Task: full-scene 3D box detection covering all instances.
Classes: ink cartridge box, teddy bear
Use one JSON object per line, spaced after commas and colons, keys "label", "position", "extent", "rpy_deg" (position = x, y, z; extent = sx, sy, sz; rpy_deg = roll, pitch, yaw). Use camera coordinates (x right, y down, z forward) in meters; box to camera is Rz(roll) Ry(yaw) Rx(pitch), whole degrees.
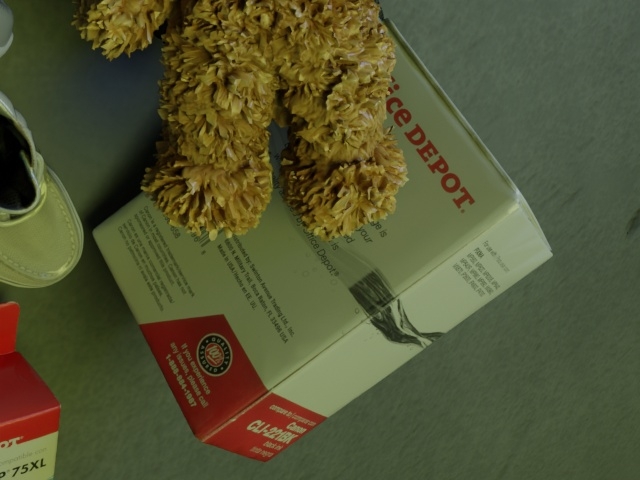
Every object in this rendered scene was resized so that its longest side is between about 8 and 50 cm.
{"label": "ink cartridge box", "position": [-0.270, 0.169, 0.831], "extent": [0.134, 0.078, 0.231], "rpy_deg": [-13, 127, -38]}
{"label": "teddy bear", "position": [-0.026, -0.152, 0.681], "extent": [0.245, 0.113, 0.338], "rpy_deg": [17, 111, -3]}
{"label": "ink cartridge box", "position": [0.000, 0.000, 0.836], "extent": [0.273, 0.197, 0.114], "rpy_deg": [-37, 151, 9]}

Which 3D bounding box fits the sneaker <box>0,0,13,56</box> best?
{"label": "sneaker", "position": [-0.234, -0.196, 0.538], "extent": [0.115, 0.105, 0.281], "rpy_deg": [-54, 133, -15]}

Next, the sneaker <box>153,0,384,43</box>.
{"label": "sneaker", "position": [-0.074, -0.189, 0.810], "extent": [0.286, 0.109, 0.130], "rpy_deg": [27, 101, -39]}

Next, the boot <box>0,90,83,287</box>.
{"label": "boot", "position": [-0.216, -0.035, 0.737], "extent": [0.095, 0.123, 0.258], "rpy_deg": [-47, 137, -11]}
